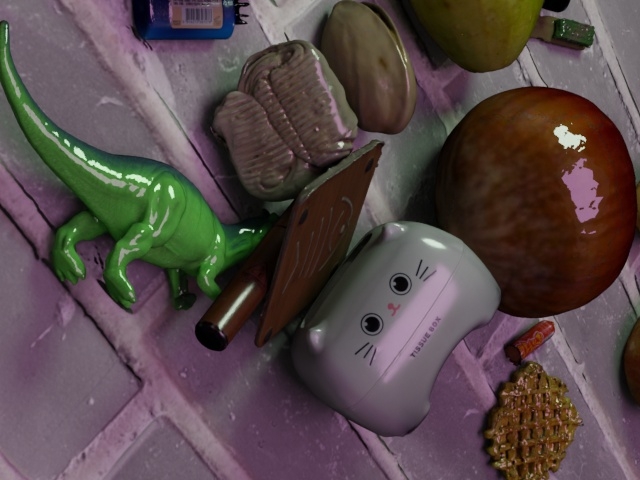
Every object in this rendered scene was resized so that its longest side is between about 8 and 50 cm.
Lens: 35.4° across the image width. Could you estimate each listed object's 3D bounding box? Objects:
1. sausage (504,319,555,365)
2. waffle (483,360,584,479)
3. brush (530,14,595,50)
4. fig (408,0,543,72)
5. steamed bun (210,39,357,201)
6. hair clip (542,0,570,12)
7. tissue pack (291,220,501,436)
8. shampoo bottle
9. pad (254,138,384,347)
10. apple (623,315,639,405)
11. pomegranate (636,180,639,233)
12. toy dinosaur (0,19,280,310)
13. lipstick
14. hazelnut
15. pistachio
[{"bbox_3d":[0.435,0.202,2.039,0.145,0.048,0.050,-28,73,-36],"label":"sausage"},{"bbox_3d":[0.432,0.383,2.046,0.254,0.052,0.245,49,65,-30],"label":"waffle"},{"bbox_3d":[0.455,-0.428,2.012,0.282,0.048,0.054,3,91,-38],"label":"brush"},{"bbox_3d":[0.267,-0.440,1.730,0.258,0.258,0.326,-41,136,-30],"label":"fig"},{"bbox_3d":[-0.051,-0.184,1.538,0.218,0.211,0.144,59,14,-7],"label":"steamed bun"},{"bbox_3d":[0.436,-0.587,1.875,0.194,0.206,0.310,-14,101,-42],"label":"hair clip"},{"bbox_3d":[0.105,0.126,1.615,0.236,0.229,0.333,41,78,-18],"label":"tissue pack"},{"bbox_3d":[-0.186,-0.340,1.477,0.183,0.050,0.087,-10,97,-39],"label":"shampoo bottle"},{"bbox_3d":[0.000,0.000,1.541,0.284,0.018,0.287,-39,153,-54],"label":"pad"},{"bbox_3d":[0.842,0.259,2.250,0.277,0.250,0.309,19,84,-40],"label":"apple"},{"bbox_3d":[0.796,-0.080,2.231,0.207,0.207,0.207,-4,95,-40],"label":"pomegranate"},{"bbox_3d":[-0.219,-0.104,1.414,0.374,0.144,0.500,-31,117,-39],"label":"toy dinosaur"},{"bbox_3d":[-0.077,0.029,1.494,0.057,0.057,0.357,61,42,-25],"label":"lipstick"},{"bbox_3d":[0.362,-0.065,1.775,0.359,0.359,0.410,-13,102,-38],"label":"hazelnut"},{"bbox_3d":[0.082,-0.286,1.652,0.137,0.153,0.238,-11,73,-48],"label":"pistachio"}]
